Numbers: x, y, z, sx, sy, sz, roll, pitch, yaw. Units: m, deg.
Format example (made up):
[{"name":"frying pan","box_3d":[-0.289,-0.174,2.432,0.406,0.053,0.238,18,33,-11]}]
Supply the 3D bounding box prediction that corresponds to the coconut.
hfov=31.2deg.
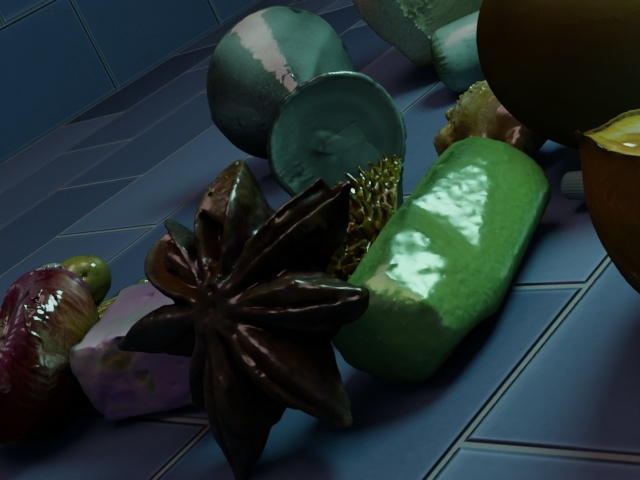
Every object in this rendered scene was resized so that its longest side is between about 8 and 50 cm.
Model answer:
[{"name":"coconut","box_3d":[0.229,-0.489,2.080,0.346,0.346,0.360,-30,0,-13]}]

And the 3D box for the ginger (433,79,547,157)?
[{"name":"ginger","box_3d":[0.233,-0.154,1.545,0.157,0.102,0.216,-55,29,-3]}]

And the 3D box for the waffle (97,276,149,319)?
[{"name":"waffle","box_3d":[-0.265,0.103,1.562,0.214,0.054,0.208,-11,21,44]}]

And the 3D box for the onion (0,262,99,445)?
[{"name":"onion","box_3d":[-0.328,0.144,1.400,0.230,0.163,0.230,-48,33,47]}]

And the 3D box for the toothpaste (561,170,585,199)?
[{"name":"toothpaste","box_3d":[0.387,-0.061,1.203,0.297,0.048,0.075,1,29,45]}]

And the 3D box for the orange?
[{"name":"orange","box_3d":[0.343,-0.053,0.927,0.274,0.274,0.310,-22,-23,11]}]

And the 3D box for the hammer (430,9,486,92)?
[{"name":"hammer","box_3d":[0.288,-0.276,1.802,0.206,0.119,0.335,-24,26,10]}]

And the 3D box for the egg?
[{"name":"egg","box_3d":[0.358,-0.242,1.338,0.351,0.282,0.282,1,26,13]}]

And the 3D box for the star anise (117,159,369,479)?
[{"name":"star anise","box_3d":[-0.075,0.076,1.103,0.315,0.315,0.108,-11,-10,35]}]

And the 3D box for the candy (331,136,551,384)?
[{"name":"candy","box_3d":[0.135,0.013,1.207,0.343,0.142,0.132,-49,-6,-48]}]

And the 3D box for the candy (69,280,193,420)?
[{"name":"candy","box_3d":[-0.138,0.106,1.301,0.265,0.116,0.155,-15,25,27]}]

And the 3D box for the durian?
[{"name":"durian","box_3d":[0.059,-0.019,1.345,0.144,0.139,0.252,-35,17,13]}]

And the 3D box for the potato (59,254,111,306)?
[{"name":"potato","box_3d":[-0.358,0.073,1.666,0.107,0.080,0.170,-39,1,-27]}]

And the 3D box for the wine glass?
[{"name":"wine glass","box_3d":[-0.025,-0.199,1.773,0.267,0.267,0.406,-26,23,-3]}]
